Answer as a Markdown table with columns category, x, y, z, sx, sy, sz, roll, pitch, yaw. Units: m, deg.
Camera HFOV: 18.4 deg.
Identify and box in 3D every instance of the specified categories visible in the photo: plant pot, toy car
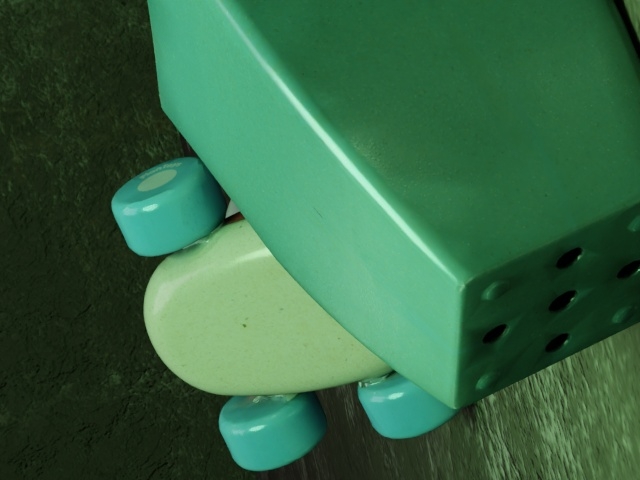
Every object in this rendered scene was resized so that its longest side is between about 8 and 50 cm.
| category | x | y | z | sx | sy | sz | roll | pitch | yaw |
| --- | --- | --- | --- | --- | --- | --- | --- | --- | --- |
| plant pot | 0.048 | -0.058 | 0.873 | 0.234 | 0.166 | 0.165 | 56 | 163 | 30 |
| toy car | 0.000 | 0.000 | 1.400 | 0.219 | 0.210 | 0.238 | 65 | -155 | -21 |
